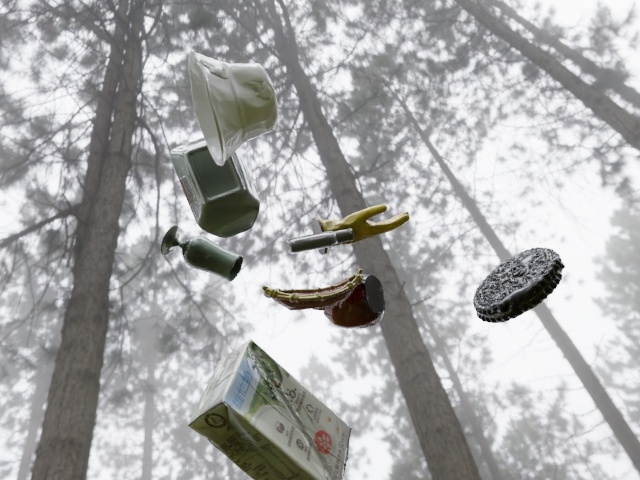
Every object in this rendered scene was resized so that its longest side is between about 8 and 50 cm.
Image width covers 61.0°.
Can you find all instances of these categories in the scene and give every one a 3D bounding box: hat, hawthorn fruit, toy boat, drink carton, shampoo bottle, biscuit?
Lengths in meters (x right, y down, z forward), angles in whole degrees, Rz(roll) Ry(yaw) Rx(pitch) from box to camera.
[{"bbox_3d":[-0.151,-0.242,0.970,0.126,0.203,0.203,-15,-47,-18],"label":"hat"},{"bbox_3d":[0.095,0.216,1.828,0.251,0.189,0.189,-17,-48,7],"label":"hawthorn fruit"},{"bbox_3d":[-0.017,0.158,1.650,0.318,0.141,0.099,-8,-87,-15],"label":"toy boat"},{"bbox_3d":[-0.096,0.395,1.150,0.132,0.194,0.324,-38,-74,26],"label":"drink carton"},{"bbox_3d":[0.000,0.000,1.355,0.165,0.080,0.040,-10,-85,-11],"label":"shampoo bottle"},{"bbox_3d":[0.375,0.085,1.041,0.194,0.194,0.053,-37,-82,18],"label":"biscuit"}]

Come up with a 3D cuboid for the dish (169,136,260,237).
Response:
[{"bbox_3d":[-0.224,-0.123,1.202,0.154,0.064,0.234,-22,-89,-14],"label":"dish"}]

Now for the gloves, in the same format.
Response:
[{"bbox_3d":[0.131,-0.045,1.648,0.294,0.133,0.116,-13,-80,-14],"label":"gloves"}]

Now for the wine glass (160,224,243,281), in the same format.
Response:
[{"bbox_3d":[-0.352,0.042,1.629,0.231,0.103,0.103,23,-52,9],"label":"wine glass"}]
